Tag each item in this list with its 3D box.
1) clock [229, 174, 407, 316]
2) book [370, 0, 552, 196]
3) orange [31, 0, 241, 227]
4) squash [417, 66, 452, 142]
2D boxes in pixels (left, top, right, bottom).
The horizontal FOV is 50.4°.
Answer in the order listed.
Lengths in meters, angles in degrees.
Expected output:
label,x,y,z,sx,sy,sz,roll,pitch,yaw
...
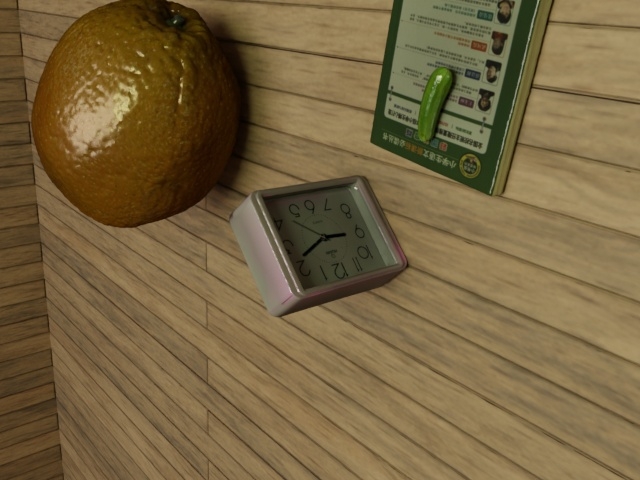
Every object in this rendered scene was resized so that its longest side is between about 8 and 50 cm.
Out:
label,x,y,z,sx,sy,sz,roll,pitch,yaw
clock,0.000,0.000,0.864,0.063,0.197,0.150,-41,68,47
book,0.148,-0.205,0.755,0.202,0.027,0.264,32,123,42
orange,-0.284,-0.201,1.079,0.322,0.322,0.357,55,128,25
squash,0.124,-0.151,0.756,0.027,0.027,0.089,43,132,35
